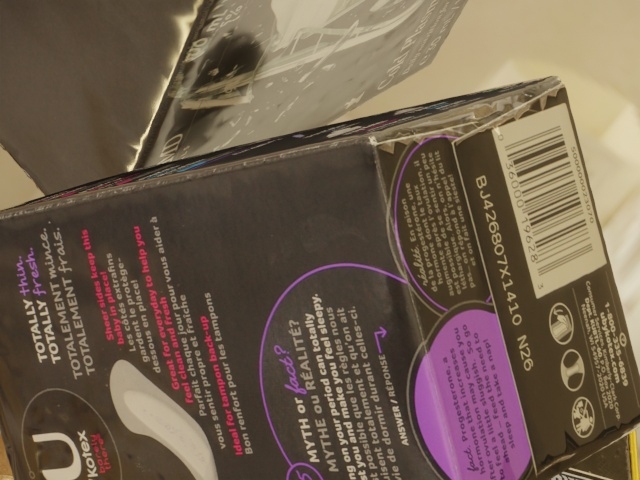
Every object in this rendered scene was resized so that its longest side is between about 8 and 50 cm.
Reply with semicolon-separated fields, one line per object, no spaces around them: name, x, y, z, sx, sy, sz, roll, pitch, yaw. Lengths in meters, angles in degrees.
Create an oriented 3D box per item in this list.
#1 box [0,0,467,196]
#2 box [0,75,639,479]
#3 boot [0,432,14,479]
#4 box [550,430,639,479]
box;-0.060;-0.307;1.764;0.471;0.297;0.480;-31;-18;-34
box;-0.016;0.037;0.879;0.270;0.165;0.143;-9;7;41
boot;-0.216;0.163;1.096;0.305;0.115;0.112;-59;-6;-34
box;0.102;0.167;1.572;0.079;0.322;0.257;128;152;-50
